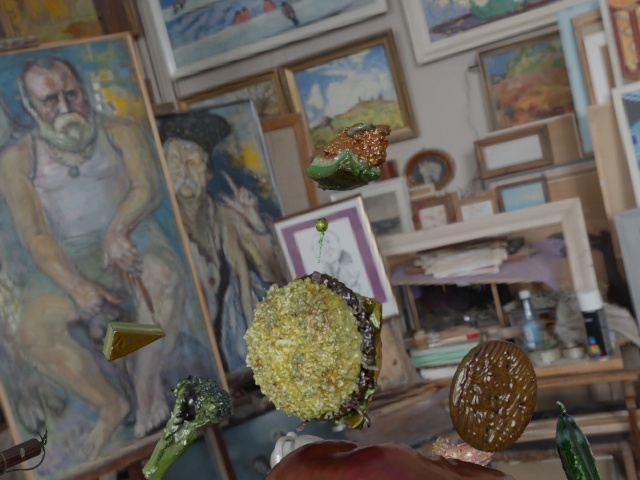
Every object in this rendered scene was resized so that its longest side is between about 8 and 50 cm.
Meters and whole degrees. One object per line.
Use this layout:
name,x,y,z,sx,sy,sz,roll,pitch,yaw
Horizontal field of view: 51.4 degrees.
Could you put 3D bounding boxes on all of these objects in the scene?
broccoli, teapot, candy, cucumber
broccoli,-0.342,0.475,1.643,0.304,0.145,0.165,-53,16,9
teapot,-0.046,0.629,1.856,0.204,0.298,0.139,-17,41,28
candy,0.000,0.000,1.773,0.035,0.123,0.035,2,-4,38
cucumber,0.436,0.388,1.101,0.056,0.250,0.056,-8,-35,-6

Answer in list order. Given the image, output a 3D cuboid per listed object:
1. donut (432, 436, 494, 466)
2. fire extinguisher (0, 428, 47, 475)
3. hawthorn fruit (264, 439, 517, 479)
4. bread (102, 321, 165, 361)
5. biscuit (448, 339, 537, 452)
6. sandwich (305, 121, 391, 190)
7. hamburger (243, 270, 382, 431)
donut,0.369,0.556,1.738,0.166,0.065,0.117,-12,2,13
fire extinguisher,-0.701,0.504,1.546,0.045,0.078,0.157,-14,1,40
hawthorn fruit,0.104,0.499,0.896,0.471,0.472,0.472,-14,5,1
bread,-0.479,0.262,1.714,0.139,0.084,0.074,9,9,-33
biscuit,0.293,0.258,1.109,0.187,0.188,0.027,-17,8,-26
sandwich,0.056,-0.190,1.476,0.109,0.160,0.184,24,-16,-34
hamburger,-0.011,0.173,1.027,0.261,0.243,0.138,10,7,38
